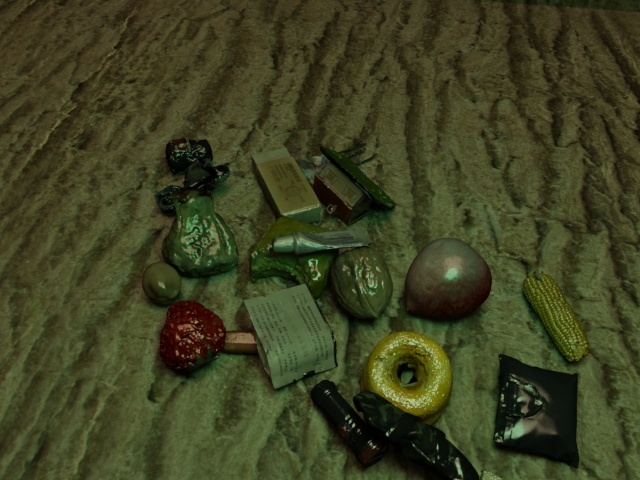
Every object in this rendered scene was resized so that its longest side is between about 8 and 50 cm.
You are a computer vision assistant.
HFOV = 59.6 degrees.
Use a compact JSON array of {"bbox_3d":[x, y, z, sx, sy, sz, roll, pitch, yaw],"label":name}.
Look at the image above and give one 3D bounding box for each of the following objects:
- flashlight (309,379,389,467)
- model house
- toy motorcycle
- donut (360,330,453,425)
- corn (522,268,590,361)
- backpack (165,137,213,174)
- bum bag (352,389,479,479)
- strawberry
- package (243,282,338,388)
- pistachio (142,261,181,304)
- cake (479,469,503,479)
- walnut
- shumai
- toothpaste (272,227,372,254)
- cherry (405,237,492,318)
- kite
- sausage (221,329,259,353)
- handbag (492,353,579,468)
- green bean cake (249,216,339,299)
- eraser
[{"bbox_3d":[0.063,0.440,1.364,0.093,0.093,0.232,-30,53,-27],"label":"flashlight"},{"bbox_3d":[0.092,-0.164,1.910,0.294,0.154,0.207,46,17,22],"label":"model house"},{"bbox_3d":[-0.446,-0.199,1.912,0.270,0.106,0.159,-33,52,-15],"label":"toy motorcycle"},{"bbox_3d":[0.227,0.355,1.443,0.254,0.118,0.253,-1,62,2],"label":"donut"},{"bbox_3d":[0.678,0.213,1.599,0.106,0.106,0.293,-10,50,-12],"label":"corn"},{"bbox_3d":[-0.475,-0.315,2.012,0.165,0.105,0.120,-19,47,-15],"label":"backpack"},{"bbox_3d":[0.220,0.455,1.280,0.340,0.144,0.095,35,94,4],"label":"bum bag"},{"bbox_3d":[-0.363,0.231,1.488,0.190,0.111,0.236,-32,46,-3],"label":"strawberry"},{"bbox_3d":[-0.074,0.244,1.493,0.204,0.062,0.250,-12,69,-29],"label":"package"},{"bbox_3d":[-0.458,0.122,1.612,0.113,0.113,0.149,-19,50,-19],"label":"pistachio"},{"bbox_3d":[0.375,0.588,1.269,0.052,0.065,0.121,16,56,15],"label":"cake"},{"bbox_3d":[0.119,0.126,1.608,0.178,0.178,0.230,-12,55,-13],"label":"walnut"},{"bbox_3d":[-0.367,-0.023,1.680,0.225,0.222,0.261,-31,61,-31],"label":"shumai"},{"bbox_3d":[0.000,0.002,1.610,0.283,0.068,0.099,-7,55,-12],"label":"toothpaste"},{"bbox_3d":[0.357,0.111,1.601,0.239,0.206,0.239,8,53,-11],"label":"cherry"},{"bbox_3d":[0.069,-0.285,2.079,0.310,0.015,0.169,-20,52,-17],"label":"kite"},{"bbox_3d":[-0.206,0.274,1.518,0.170,0.065,0.065,1,48,-2],"label":"sausage"},{"bbox_3d":[0.545,0.419,1.412,0.211,0.088,0.254,15,52,7],"label":"handbag"},{"bbox_3d":[-0.076,0.048,1.690,0.236,0.124,0.233,17,49,12],"label":"green bean cake"},{"bbox_3d":[-0.125,-0.188,1.935,0.144,0.078,0.343,-15,49,-16],"label":"eraser"}]
